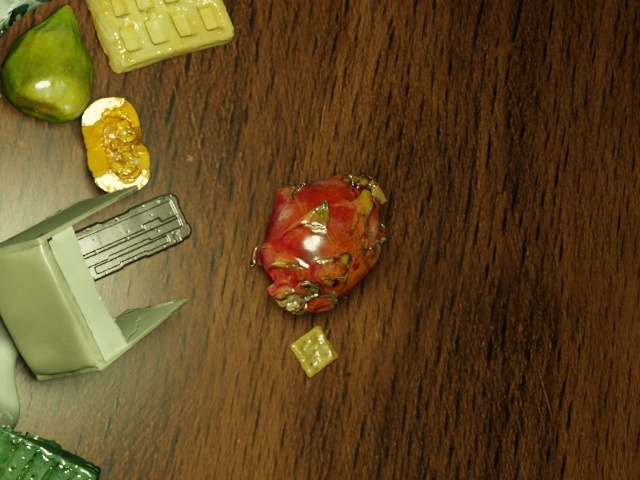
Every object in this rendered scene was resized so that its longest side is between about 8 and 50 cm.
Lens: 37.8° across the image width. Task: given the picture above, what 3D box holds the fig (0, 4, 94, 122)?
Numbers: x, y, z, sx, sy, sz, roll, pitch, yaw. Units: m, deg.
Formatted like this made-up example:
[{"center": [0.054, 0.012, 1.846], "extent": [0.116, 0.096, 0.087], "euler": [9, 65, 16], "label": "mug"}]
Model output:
[{"center": [-0.507, -0.317, 1.742], "extent": [0.167, 0.167, 0.233], "euler": [9, 40, -21], "label": "fig"}]

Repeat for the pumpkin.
[{"center": [-0.391, -0.177, 1.788], "extent": [0.119, 0.108, 0.183], "euler": [-10, 94, -16], "label": "pumpkin"}]

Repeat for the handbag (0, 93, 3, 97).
[{"center": [-0.682, -0.268, 1.593], "extent": [0.253, 0.316, 0.109], "euler": [36, 103, -18], "label": "handbag"}]

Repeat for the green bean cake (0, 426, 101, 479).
[{"center": [-0.487, 0.400, 1.621], "extent": [0.193, 0.208, 0.107], "euler": [28, 81, -6], "label": "green bean cake"}]

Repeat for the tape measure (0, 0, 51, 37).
[{"center": [-0.596, -0.545, 1.733], "extent": [0.256, 0.147, 0.275], "euler": [43, 73, -10], "label": "tape measure"}]

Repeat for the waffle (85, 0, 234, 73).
[{"center": [-0.316, -0.450, 1.882], "extent": [0.274, 0.057, 0.168], "euler": [-22, 92, -24], "label": "waffle"}]

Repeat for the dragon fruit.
[{"center": [0.002, -0.004, 1.867], "extent": [0.250, 0.250, 0.315], "euler": [25, 92, -18], "label": "dragon fruit"}]

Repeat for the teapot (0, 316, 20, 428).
[{"center": [-0.575, 0.216, 1.633], "extent": [0.183, 0.183, 0.250], "euler": [35, 60, -15], "label": "teapot"}]

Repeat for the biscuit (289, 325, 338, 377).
[{"center": [-0.013, 0.230, 1.938], "extent": [0.081, 0.018, 0.083], "euler": [-32, 95, -22], "label": "biscuit"}]

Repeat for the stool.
[{"center": [-0.408, 0.072, 1.635], "extent": [0.270, 0.170, 0.243], "euler": [-41, 113, -52], "label": "stool"}]

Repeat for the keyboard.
[{"center": [-0.380, -0.001, 1.817], "extent": [0.262, 0.016, 0.106], "euler": [-26, 93, -23], "label": "keyboard"}]
